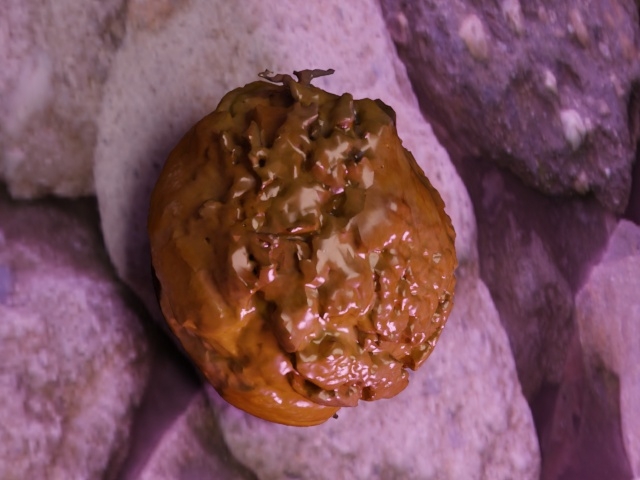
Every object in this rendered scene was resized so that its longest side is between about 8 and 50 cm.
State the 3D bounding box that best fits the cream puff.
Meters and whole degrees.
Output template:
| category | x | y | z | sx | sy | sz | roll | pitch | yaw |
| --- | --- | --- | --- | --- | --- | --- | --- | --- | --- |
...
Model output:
| category | x | y | z | sx | sy | sz | roll | pitch | yaw |
| --- | --- | --- | --- | --- | --- | --- | --- | --- | --- |
| cream puff | 0.000 | 0.000 | 0.852 | 0.189 | 0.129 | 0.189 | 17 | 68 | -46 |
